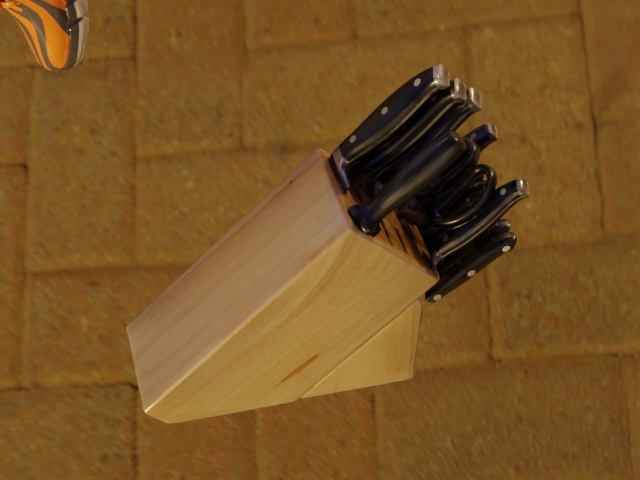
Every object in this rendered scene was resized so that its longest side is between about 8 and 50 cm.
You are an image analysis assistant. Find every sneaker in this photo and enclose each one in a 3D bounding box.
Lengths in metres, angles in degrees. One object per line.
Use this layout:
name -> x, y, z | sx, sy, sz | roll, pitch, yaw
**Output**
sneaker -> -0.355, -0.296, 1.393 | 0.180, 0.321, 0.124 | -30, 39, -25

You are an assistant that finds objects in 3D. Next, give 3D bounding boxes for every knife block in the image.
knife block -> 0.000, 0.000, 0.953 | 0.275, 0.242, 0.088 | -9, 44, -11
